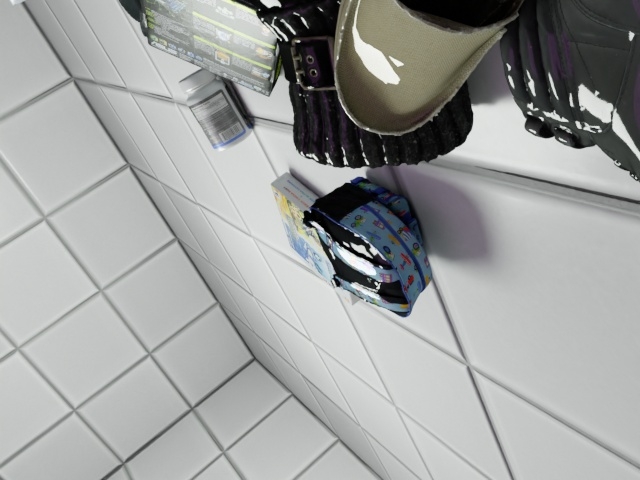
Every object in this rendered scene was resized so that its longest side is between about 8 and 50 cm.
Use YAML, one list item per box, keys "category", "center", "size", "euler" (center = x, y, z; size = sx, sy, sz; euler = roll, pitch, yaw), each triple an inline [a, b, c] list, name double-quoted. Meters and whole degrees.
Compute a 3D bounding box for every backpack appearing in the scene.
- category: "backpack"
  center: [0.079, 0.012, 0.815]
  size: [0.173, 0.117, 0.158]
  euler: [32, 152, 50]

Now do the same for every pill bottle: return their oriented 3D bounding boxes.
- category: "pill bottle"
  center: [-0.186, -0.232, 1.082]
  size: [0.137, 0.078, 0.078]
  euler: [61, 161, -21]

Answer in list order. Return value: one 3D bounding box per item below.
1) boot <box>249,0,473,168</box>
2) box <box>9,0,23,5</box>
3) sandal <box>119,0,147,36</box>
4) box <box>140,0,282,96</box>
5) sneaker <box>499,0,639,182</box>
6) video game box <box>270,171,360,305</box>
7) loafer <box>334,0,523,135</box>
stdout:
- category: "boot"
  center: [-0.036, -0.202, 0.547]
  size: [0.347, 0.131, 0.260]
  euler: [18, 146, 26]
- category: "box"
  center: [-0.282, -0.425, 0.657]
  size: [0.127, 0.262, 0.231]
  euler: [48, 163, 18]
- category: "sandal"
  center: [-0.265, -0.376, 0.957]
  size: [0.445, 0.107, 0.168]
  euler: [28, 150, 53]
- category: "box"
  center: [-0.136, -0.279, 0.792]
  size: [0.190, 0.045, 0.184]
  euler: [23, 160, -3]
- category: "sneaker"
  center: [0.214, -0.059, 0.382]
  size: [0.296, 0.104, 0.147]
  euler: [64, 162, -13]
- category: "video game box"
  center: [0.000, 0.000, 1.111]
  size: [0.187, 0.048, 0.205]
  euler: [38, 157, 33]
- category: "loafer"
  center: [0.066, -0.149, 0.369]
  size: [0.101, 0.092, 0.268]
  euler: [20, 147, -4]
